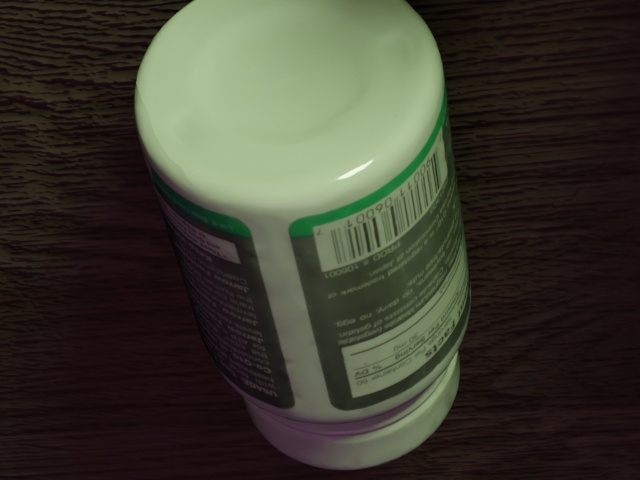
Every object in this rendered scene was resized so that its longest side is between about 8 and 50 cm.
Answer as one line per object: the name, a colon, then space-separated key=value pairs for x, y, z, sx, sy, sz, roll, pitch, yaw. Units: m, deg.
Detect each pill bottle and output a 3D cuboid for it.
pill bottle: x=0.000 y=0.000 z=1.388 sx=0.204 sy=0.204 sz=0.361 roll=1 pitch=144 yaw=10
